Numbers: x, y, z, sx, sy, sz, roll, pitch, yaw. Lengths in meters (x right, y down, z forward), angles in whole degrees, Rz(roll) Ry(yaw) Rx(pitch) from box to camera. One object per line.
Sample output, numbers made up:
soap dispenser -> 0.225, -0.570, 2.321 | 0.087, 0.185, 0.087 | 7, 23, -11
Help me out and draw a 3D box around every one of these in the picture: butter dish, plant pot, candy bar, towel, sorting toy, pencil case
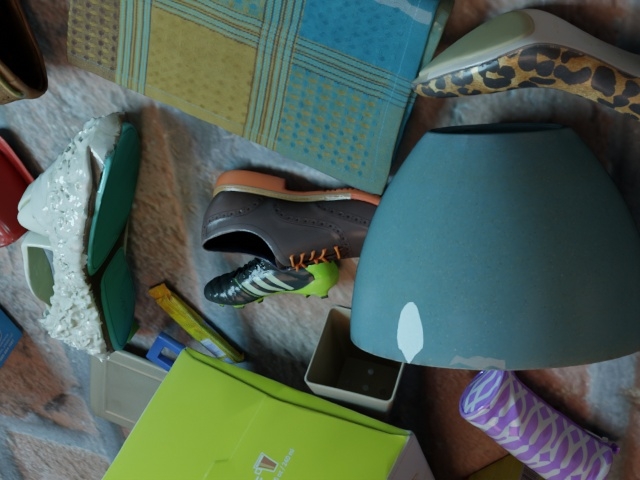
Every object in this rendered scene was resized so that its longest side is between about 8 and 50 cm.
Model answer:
butter dish -> -0.429, -0.039, 1.502 | 0.160, 0.118, 0.160 | -4, 133, 31
plant pot -> 0.168, -0.009, 1.157 | 0.290, 0.290, 0.195 | 1, 100, 25
candy bar -> -0.162, 0.113, 1.615 | 0.040, 0.018, 0.161 | -20, 124, 44
plant pot -> 0.053, 0.159, 1.499 | 0.109, 0.109, 0.096 | 12, 149, 15
towel -> -0.073, -0.206, 1.210 | 0.370, 0.040, 0.271 | 23, 140, 3
sorting toy -> -0.239, 0.219, 1.748 | 0.196, 0.047, 0.347 | 24, 139, 10
pencil case -> 0.265, 0.230, 1.484 | 0.206, 0.086, 0.088 | 36, 105, -17

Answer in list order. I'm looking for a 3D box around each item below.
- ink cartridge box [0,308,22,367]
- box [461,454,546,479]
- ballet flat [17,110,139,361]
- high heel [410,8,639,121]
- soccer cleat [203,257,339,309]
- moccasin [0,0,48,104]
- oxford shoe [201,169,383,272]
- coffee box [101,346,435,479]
ink cartridge box -> -0.600, 0.118, 1.696 | 0.197, 0.198, 0.270 | -8, 129, 34
box -> 0.222, 0.363, 1.667 | 0.087, 0.058, 0.232 | 34, 140, -11
ballet flat -> -0.296, 0.003, 1.459 | 0.147, 0.147, 0.409 | 19, 139, 7
high heel -> 0.226, -0.123, 1.102 | 0.261, 0.093, 0.186 | -17, 119, 28
soccer cleat -> -0.064, 0.037, 1.459 | 0.179, 0.060, 0.072 | -8, 121, 24
moccasin -> -0.360, -0.281, 1.191 | 0.147, 0.139, 0.380 | 4, 134, 14
oxford shoe -> 0.000, 0.000, 1.339 | 0.271, 0.098, 0.097 | 10, 149, 19
coffee box -> -0.069, 0.393, 1.542 | 0.338, 0.337, 0.334 | 18, 153, 26
